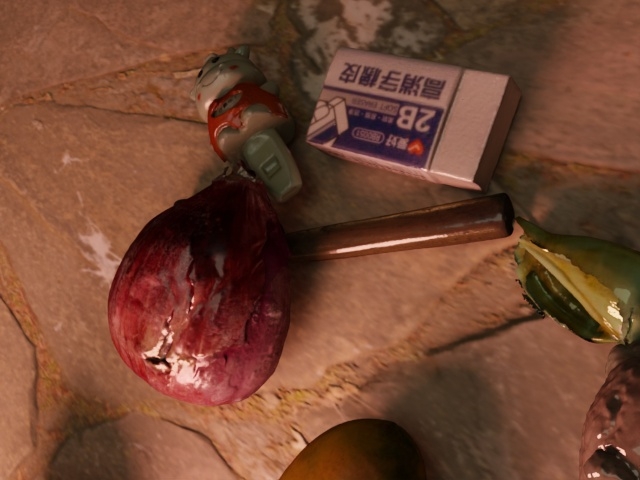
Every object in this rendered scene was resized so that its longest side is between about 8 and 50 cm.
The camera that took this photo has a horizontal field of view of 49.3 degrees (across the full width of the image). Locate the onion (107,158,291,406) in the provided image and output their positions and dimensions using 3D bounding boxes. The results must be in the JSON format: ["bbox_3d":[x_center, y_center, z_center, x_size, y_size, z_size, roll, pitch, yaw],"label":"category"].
[{"bbox_3d":[-0.142,0.040,0.781,0.227,0.120,0.283,17,93,21],"label":"onion"}]

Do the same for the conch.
[{"bbox_3d":[0.256,0.047,0.643,0.201,0.080,0.094,23,103,48],"label":"conch"}]

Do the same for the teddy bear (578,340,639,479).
[{"bbox_3d":[0.334,0.173,0.516,0.267,0.151,0.235,3,109,25],"label":"teddy bear"}]

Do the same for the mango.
[{"bbox_3d":[0.017,0.303,0.677,0.176,0.139,0.254,-1,69,16],"label":"mango"}]

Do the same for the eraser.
[{"bbox_3d":[0.099,-0.138,0.778,0.210,0.068,0.124,19,87,30],"label":"eraser"}]

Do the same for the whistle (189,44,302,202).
[{"bbox_3d":[-0.093,-0.149,0.869,0.253,0.106,0.101,60,137,26],"label":"whistle"}]

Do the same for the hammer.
[{"bbox_3d":[0.000,0.000,0.811,0.440,0.044,0.168,-10,73,27],"label":"hammer"}]
